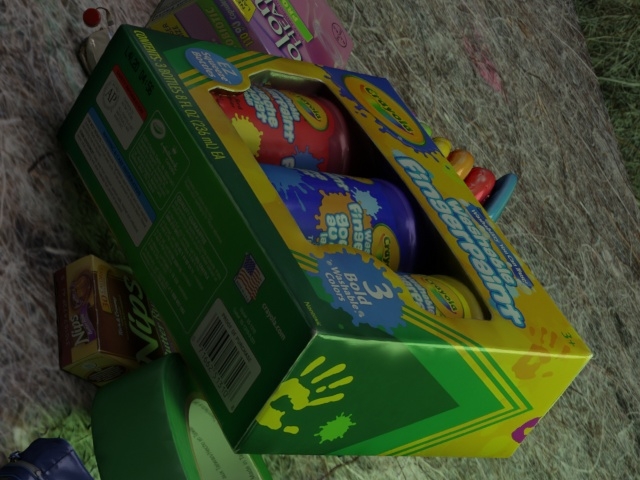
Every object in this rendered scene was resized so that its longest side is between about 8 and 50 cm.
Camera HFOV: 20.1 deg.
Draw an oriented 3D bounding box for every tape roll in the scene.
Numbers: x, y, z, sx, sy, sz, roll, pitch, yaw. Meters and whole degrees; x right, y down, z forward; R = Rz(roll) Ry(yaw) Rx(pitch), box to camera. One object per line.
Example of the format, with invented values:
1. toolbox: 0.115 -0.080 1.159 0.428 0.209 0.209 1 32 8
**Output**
1. tape roll: -0.099 0.261 1.650 0.321 0.077 0.321 62 8 -16

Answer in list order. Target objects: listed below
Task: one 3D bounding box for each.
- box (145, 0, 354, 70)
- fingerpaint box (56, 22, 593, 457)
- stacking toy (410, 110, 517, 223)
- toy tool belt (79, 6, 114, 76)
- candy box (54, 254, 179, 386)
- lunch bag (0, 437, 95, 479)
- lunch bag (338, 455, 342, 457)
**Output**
1. box: -0.079 -0.250 2.207 0.213 0.117 0.243 55 27 -21
2. fingerpaint box: 0.000 0.000 1.801 0.371 0.163 0.445 8 38 -41
3. stacking toy: 0.106 -0.111 2.445 0.302 0.175 0.166 46 33 -7
4. toy tool belt: -0.237 -0.208 1.956 0.051 0.052 0.083 148 -78 -84
5. candy box: -0.180 0.099 1.774 0.187 0.053 0.109 31 42 -48
6. lunch bag: -0.232 0.217 1.533 0.065 0.067 0.098 -42 107 -31
7. lunch bag: 0.039 0.084 2.150 0.221 0.138 0.293 57 17 -11
